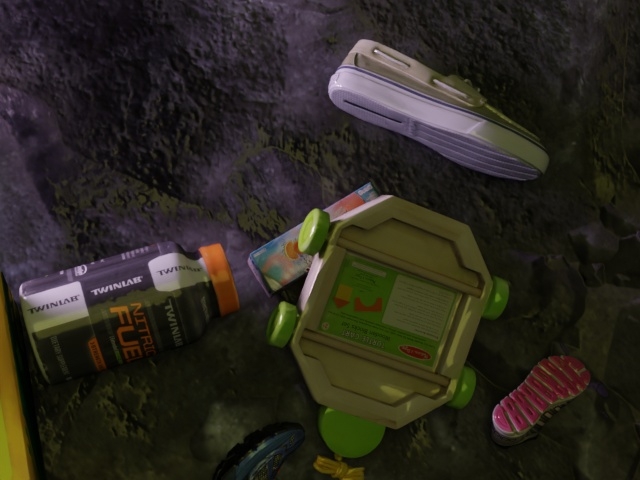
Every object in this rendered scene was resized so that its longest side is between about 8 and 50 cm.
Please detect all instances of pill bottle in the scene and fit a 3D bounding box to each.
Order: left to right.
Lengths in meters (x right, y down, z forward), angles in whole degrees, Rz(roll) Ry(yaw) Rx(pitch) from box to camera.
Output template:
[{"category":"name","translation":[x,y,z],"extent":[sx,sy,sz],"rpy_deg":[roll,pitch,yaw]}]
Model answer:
[{"category":"pill bottle","translation":[-0.223,0.077,1.358],"extent":[0.246,0.130,0.130],"rpy_deg":[-17,81,-9]}]

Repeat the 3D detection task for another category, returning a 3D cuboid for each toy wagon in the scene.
[{"category":"toy wagon","translation":[0.068,0.123,1.386],"extent":[0.267,0.068,0.344],"rpy_deg":[21,89,-15]}]

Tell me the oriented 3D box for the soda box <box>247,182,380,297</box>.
[{"category":"soda box","translation":[0.000,0.000,1.432],"extent":[0.183,0.063,0.058],"rpy_deg":[-32,84,-11]}]

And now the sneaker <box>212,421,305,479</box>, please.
[{"category":"sneaker","translation":[-0.093,0.308,1.363],"extent":[0.087,0.083,0.221],"rpy_deg":[44,83,-10]}]

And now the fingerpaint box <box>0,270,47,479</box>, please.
[{"category":"fingerpaint box","translation":[-0.536,0.266,1.250],"extent":[0.445,0.163,0.371],"rpy_deg":[-12,73,-10]}]

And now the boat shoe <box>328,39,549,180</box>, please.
[{"category":"boat shoe","translation":[0.161,-0.172,1.463],"extent":[0.302,0.109,0.094],"rpy_deg":[24,75,2]}]

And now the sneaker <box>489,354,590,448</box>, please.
[{"category":"sneaker","translation":[0.270,0.206,1.426],"extent":[0.170,0.075,0.063],"rpy_deg":[-32,65,-33]}]
